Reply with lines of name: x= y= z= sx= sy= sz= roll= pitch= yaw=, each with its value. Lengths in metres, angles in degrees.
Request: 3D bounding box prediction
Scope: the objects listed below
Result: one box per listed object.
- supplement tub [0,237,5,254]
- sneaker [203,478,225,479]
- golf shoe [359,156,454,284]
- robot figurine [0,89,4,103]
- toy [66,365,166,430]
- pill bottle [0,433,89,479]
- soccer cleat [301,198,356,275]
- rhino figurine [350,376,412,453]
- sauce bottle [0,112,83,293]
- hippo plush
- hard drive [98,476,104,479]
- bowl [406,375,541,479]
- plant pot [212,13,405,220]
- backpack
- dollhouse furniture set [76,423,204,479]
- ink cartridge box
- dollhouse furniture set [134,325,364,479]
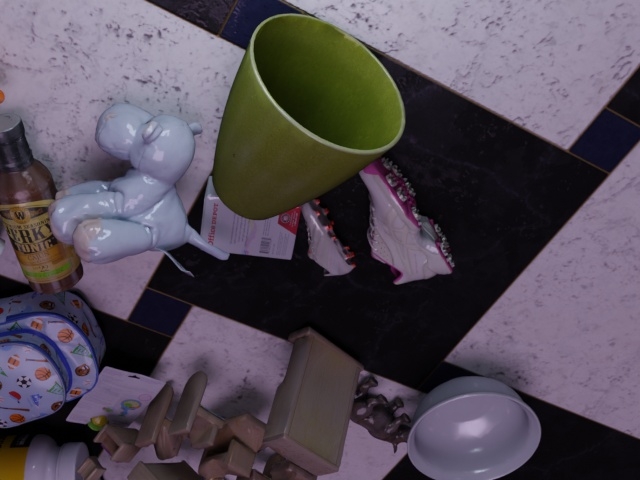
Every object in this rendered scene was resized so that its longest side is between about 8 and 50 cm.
supplement tub: x=-0.752 y=0.015 z=1.474 sx=0.325 sy=0.235 sz=0.235 roll=29 pitch=120 yaw=-23
sneaker: x=-0.341 y=0.628 z=2.053 sx=0.237 sy=0.086 sz=0.085 roll=-4 pitch=129 yaw=2
golf shoe: x=0.133 y=-0.026 z=1.570 sx=0.140 sy=0.115 sz=0.306 roll=-25 pitch=123 yaw=19
robot figurine: x=-0.630 y=-0.231 z=1.365 sx=0.219 sy=0.128 sz=0.158 roll=-16 pitch=129 yaw=8
toy: x=-0.449 y=0.336 z=1.844 sx=0.137 sy=0.056 sz=0.237 roll=20 pitch=129 yaw=-26
pill bottle: x=-0.703 y=0.533 z=1.898 sx=0.334 sy=0.188 sz=0.188 roll=-2 pitch=127 yaw=-2
soccer cleat: x=0.000 y=0.000 z=1.610 sx=0.076 sy=0.068 sz=0.196 roll=-20 pitch=128 yaw=16
rhino figurine: x=0.148 y=0.411 z=1.922 sx=0.106 sy=0.073 sz=0.243 roll=-36 pitch=122 yaw=17
sauce bottle: x=-0.521 y=-0.061 z=1.508 sx=0.111 sy=0.111 sz=0.344 roll=-7 pitch=127 yaw=2
hippo plush: x=-0.310 y=-0.098 z=1.403 sx=0.294 sy=0.234 sz=0.236 roll=25 pitch=115 yaw=20
hard drive: x=-0.571 y=0.619 z=2.072 sx=0.094 sy=0.022 sz=0.135 roll=-6 pitch=127 yaw=2
bowl: x=0.332 y=0.400 z=1.884 sx=0.298 sy=0.134 sz=0.298 roll=-1 pitch=127 yaw=-1
plant pot: x=-0.056 y=-0.166 z=1.382 sx=0.275 sy=0.275 sz=0.293 roll=24 pitch=137 yaw=-19
backpack: x=-0.570 y=0.224 z=1.671 sx=0.263 sy=0.213 sz=0.276 roll=-21 pitch=123 yaw=0
dollhouse furniture set: x=-0.428 y=0.616 z=1.860 sx=0.303 sy=0.286 sz=0.198 roll=-51 pitch=156 yaw=1
ink cartridge box: x=-0.131 y=-0.042 z=1.564 sx=0.175 sy=0.072 sz=0.127 roll=7 pitch=127 yaw=-8
dollhouse furniture set: x=-0.124 y=0.382 z=1.841 sx=0.362 sy=0.256 sz=0.394 roll=39 pitch=137 yaw=-26
